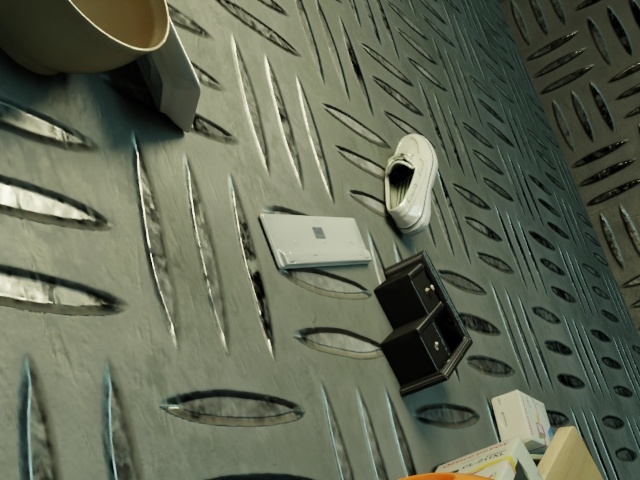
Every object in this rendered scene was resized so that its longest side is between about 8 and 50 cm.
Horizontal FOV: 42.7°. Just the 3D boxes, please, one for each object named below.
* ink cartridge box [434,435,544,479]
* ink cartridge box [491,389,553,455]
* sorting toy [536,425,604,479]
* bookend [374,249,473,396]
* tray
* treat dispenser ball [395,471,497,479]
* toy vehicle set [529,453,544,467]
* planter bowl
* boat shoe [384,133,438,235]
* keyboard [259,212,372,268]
[{"bbox_3d":[0.188,0.320,0.994,0.072,0.127,0.175,61,25,2],"label":"ink cartridge box"},{"bbox_3d":[0.344,0.312,1.381,0.122,0.052,0.088,29,42,-48],"label":"ink cartridge box"},{"bbox_3d":[0.315,0.433,1.106,0.257,0.089,0.255,-41,106,-43],"label":"sorting toy"},{"bbox_3d":[0.132,0.112,1.150,0.157,0.072,0.156,63,26,0],"label":"bookend"},{"bbox_3d":[-0.197,-0.249,0.857,0.270,0.030,0.145,65,-16,4],"label":"tray"},{"bbox_3d":[0.104,0.331,0.640,0.288,0.288,0.288,43,32,-36],"label":"treat dispenser ball"},{"bbox_3d":[0.353,0.428,1.306,0.267,0.035,0.166,22,48,-54],"label":"toy vehicle set"},{"bbox_3d":[-0.231,-0.215,0.735,0.162,0.109,0.162,42,33,-36],"label":"planter bowl"},{"bbox_3d":[0.149,-0.114,1.378,0.076,0.083,0.226,44,32,-36],"label":"boat shoe"},{"bbox_3d":[0.000,0.000,1.081,0.256,0.014,0.072,0,61,-62],"label":"keyboard"}]
